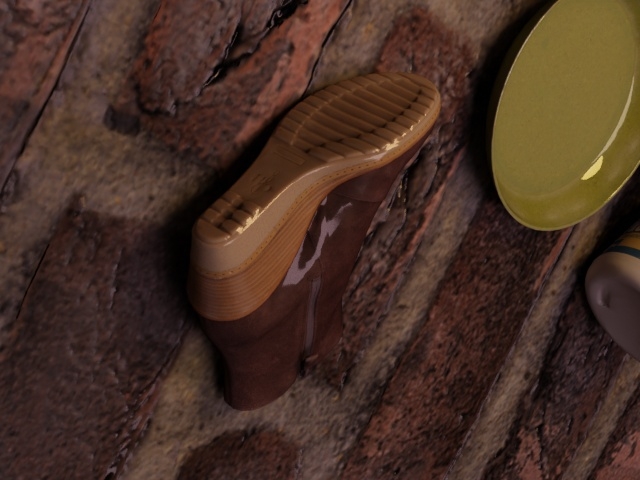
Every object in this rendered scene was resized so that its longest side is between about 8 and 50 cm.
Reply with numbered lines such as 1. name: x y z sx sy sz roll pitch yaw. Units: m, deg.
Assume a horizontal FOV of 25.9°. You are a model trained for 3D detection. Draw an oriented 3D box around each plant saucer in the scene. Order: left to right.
1. plant saucer: 0.225 -0.126 1.238 0.241 0.037 0.241 -23 127 -33

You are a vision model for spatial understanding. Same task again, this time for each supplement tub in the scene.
1. supplement tub: 0.376 0.020 1.381 0.200 0.144 0.144 -41 134 -20

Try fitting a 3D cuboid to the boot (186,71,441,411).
1. boot: 0.000 0.000 1.085 0.248 0.090 0.207 -38 145 -23
